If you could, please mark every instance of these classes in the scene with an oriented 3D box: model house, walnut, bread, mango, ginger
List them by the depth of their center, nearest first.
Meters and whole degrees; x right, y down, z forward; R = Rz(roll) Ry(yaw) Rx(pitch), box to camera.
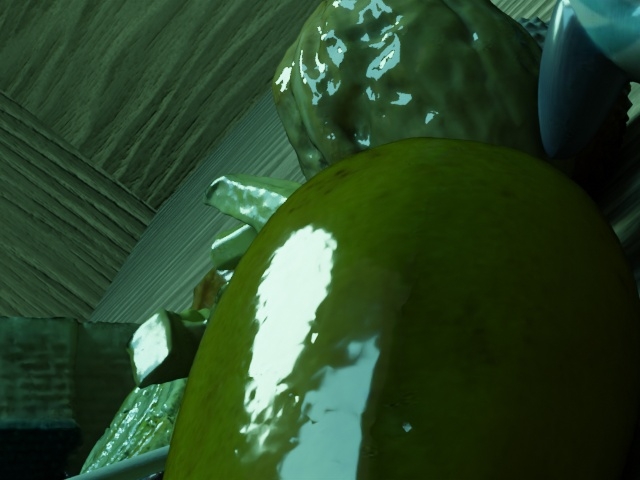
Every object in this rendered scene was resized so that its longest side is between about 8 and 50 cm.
[{"bbox_3d":[0.040,0.125,0.984,0.300,0.232,0.446,-39,23,34],"label":"mango"},{"bbox_3d":[0.073,-0.080,1.240,0.198,0.245,0.198,-24,-18,-8],"label":"walnut"},{"bbox_3d":[0.000,0.000,1.555,0.413,0.211,0.358,-64,16,-23],"label":"ginger"},{"bbox_3d":[-0.176,0.252,1.776,0.257,0.124,0.186,-54,10,-3],"label":"bread"},{"bbox_3d":[-0.311,0.232,1.982,0.243,0.298,0.284,143,126,-61],"label":"model house"}]

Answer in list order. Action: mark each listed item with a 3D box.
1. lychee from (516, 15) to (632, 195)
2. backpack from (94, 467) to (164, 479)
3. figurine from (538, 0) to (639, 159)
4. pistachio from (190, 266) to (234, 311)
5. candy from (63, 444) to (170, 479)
[{"bbox_3d":[0.152,-0.092,1.393,0.197,0.165,0.165,-31,7,-10],"label":"lychee"},{"bbox_3d":[-0.195,0.329,1.371,0.317,0.197,0.283,-41,16,50],"label":"backpack"},{"bbox_3d":[0.308,-0.181,1.114,0.361,0.266,0.378,24,109,54],"label":"figurine"},{"bbox_3d":[-0.085,0.091,1.929,0.210,0.130,0.165,-53,9,48],"label":"pistachio"},{"bbox_3d":[-0.037,0.122,1.207,0.365,0.124,0.124,-16,-11,-31],"label":"candy"}]
